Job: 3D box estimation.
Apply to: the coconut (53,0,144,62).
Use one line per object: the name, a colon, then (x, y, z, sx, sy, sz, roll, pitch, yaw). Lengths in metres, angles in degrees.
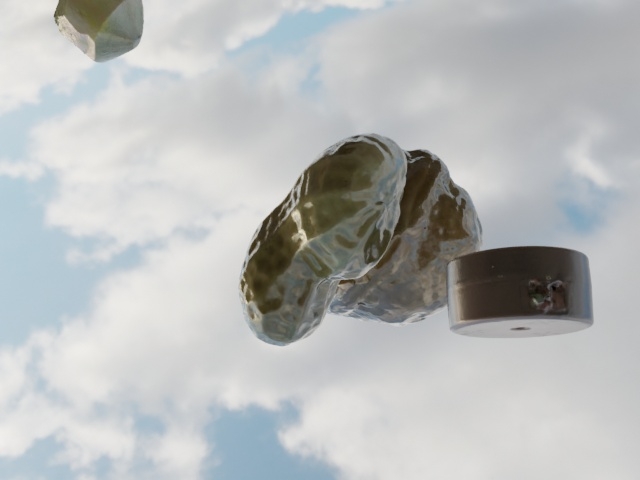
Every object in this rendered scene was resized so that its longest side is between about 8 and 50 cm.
coconut: (-0.395, -0.406, 1.428, 0.147, 0.152, 0.147, -51, 180, 0)

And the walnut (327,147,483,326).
walnut: (0.102, -0.008, 1.234, 0.306, 0.306, 0.344, -21, -178, -5)

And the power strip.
power strip: (0.210, 0.056, 0.828, 0.154, 0.154, 0.078, -6, -107, 21)

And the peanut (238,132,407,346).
peanut: (0.000, 0.000, 0.755, 0.233, 0.110, 0.197, -49, -178, 20)
